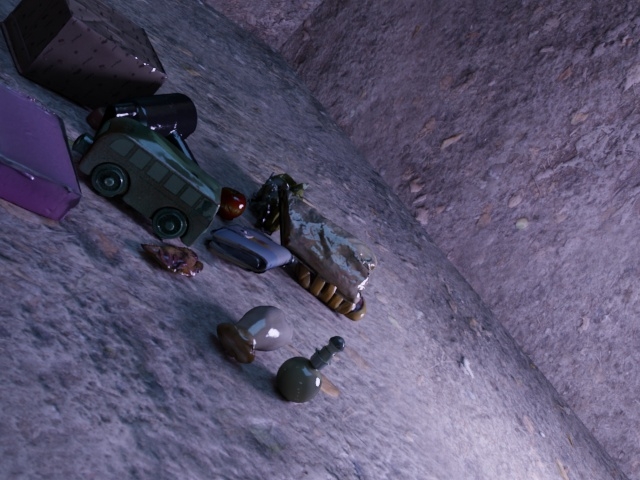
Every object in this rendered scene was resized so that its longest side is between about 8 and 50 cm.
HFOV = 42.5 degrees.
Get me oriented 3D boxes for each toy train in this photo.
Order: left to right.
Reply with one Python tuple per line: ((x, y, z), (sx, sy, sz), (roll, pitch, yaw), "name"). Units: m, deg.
((-0.350, -0.129, 1.698), (0.326, 0.159, 0.129), (38, 16, -20), "toy train")

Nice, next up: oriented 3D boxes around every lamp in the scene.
((-0.012, 0.246, 1.613), (0.091, 0.163, 0.091), (43, 14, -14), "lamp")

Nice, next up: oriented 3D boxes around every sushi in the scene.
((-0.118, -0.120, 2.302), (0.131, 0.139, 0.291), (36, 19, -6), "sushi")

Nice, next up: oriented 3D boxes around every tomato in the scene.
((-0.230, -0.091, 2.060), (0.087, 0.075, 0.087), (27, 16, -9), "tomato")

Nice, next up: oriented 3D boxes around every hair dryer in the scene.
((-0.353, -0.194, 1.867), (0.244, 0.116, 0.302), (-23, 76, -52), "hair dryer")

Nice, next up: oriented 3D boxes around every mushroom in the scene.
((-0.125, 0.182, 1.633), (0.212, 0.088, 0.097), (-22, 101, -67), "mushroom")

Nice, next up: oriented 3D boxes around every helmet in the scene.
((-0.495, -0.282, 1.898), (0.065, 0.049, 0.084), (43, 16, -4), "helmet")

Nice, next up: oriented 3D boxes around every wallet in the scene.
((-0.167, 0.023, 1.946), (0.170, 0.069, 0.231), (30, 10, 11), "wallet")

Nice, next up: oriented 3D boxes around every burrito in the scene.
((-0.007, 0.006, 2.097), (0.347, 0.107, 0.175), (41, 42, 2), "burrito")

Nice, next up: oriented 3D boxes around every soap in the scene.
((-0.533, -0.165, 1.462), (0.181, 0.081, 0.259), (28, 24, -44), "soap")

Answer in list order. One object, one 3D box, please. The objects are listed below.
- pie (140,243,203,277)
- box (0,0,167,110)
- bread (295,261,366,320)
((-0.288, 0.039, 1.663), (0.092, 0.034, 0.170), (46, 15, 15), "pie")
((-0.549, -0.447, 1.925), (0.297, 0.190, 0.225), (26, 27, -49), "box")
((0.030, 0.115, 2.184), (0.225, 0.081, 0.134), (36, 17, -18), "bread")
